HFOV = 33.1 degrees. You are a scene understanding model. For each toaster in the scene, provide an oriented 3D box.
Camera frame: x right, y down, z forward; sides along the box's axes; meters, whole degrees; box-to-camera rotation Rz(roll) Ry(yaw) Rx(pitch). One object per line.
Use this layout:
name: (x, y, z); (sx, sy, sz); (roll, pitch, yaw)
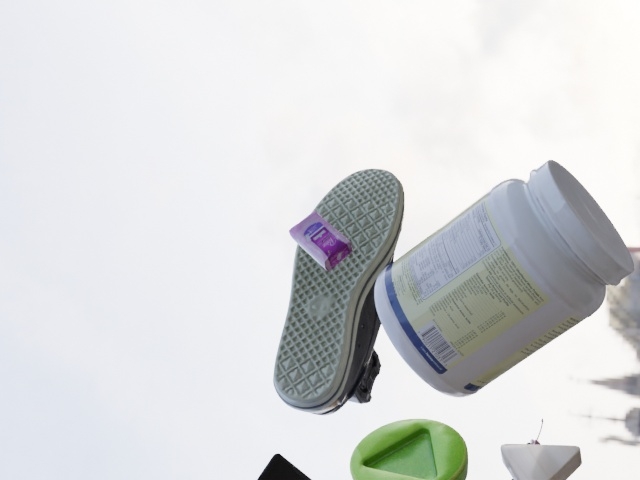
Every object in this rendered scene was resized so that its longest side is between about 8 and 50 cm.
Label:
toaster: (0.031, 0.253, 2.315); (0.227, 0.146, 0.129); (66, -145, -48)

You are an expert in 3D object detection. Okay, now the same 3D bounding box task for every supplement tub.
supplement tub: (0.266, 0.056, 1.583); (0.235, 0.325, 0.235); (41, -156, -24)

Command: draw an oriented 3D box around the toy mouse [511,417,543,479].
toy mouse: (0.333, 0.351, 1.702); (0.143, 0.031, 0.161); (-61, -8, -16)

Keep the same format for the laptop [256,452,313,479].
laptop: (-0.114, 0.579, 1.804); (0.382, 0.236, 0.408); (-54, 1, -15)

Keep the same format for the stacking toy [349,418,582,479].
stacking toy: (0.128, 0.330, 1.125); (0.279, 0.309, 0.130); (-49, -45, -49)

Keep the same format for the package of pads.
package of pads: (0.000, 0.000, 1.509); (0.050, 0.083, 0.032); (-39, -31, -14)

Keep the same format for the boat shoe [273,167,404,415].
boat shoe: (0.042, 0.094, 2.003); (0.156, 0.187, 0.500); (60, -138, -58)
